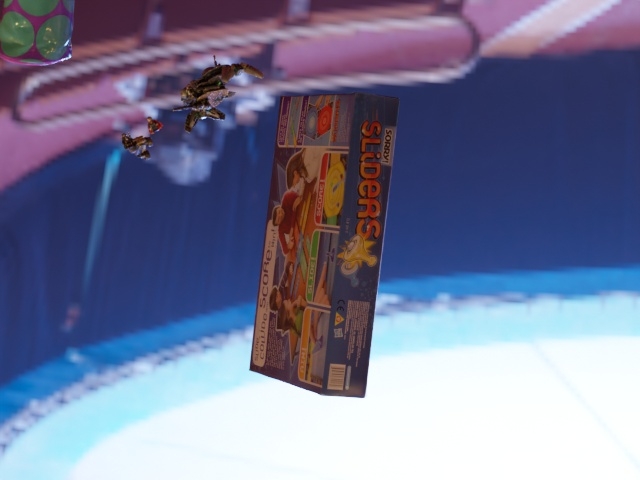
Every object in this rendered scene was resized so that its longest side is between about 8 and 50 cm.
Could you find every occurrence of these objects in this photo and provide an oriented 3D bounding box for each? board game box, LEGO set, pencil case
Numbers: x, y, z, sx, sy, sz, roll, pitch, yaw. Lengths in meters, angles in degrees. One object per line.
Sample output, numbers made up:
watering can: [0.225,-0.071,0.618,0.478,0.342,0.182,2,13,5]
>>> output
board game box: [0.000,0.000,1.250,0.035,0.201,0.136,6,-179,-23]
LEGO set: [-0.071,-0.075,0.973,0.083,0.023,0.054,-25,163,-10]
pencil case: [-0.238,-0.222,1.513,0.070,0.151,0.064,2,-161,-8]
